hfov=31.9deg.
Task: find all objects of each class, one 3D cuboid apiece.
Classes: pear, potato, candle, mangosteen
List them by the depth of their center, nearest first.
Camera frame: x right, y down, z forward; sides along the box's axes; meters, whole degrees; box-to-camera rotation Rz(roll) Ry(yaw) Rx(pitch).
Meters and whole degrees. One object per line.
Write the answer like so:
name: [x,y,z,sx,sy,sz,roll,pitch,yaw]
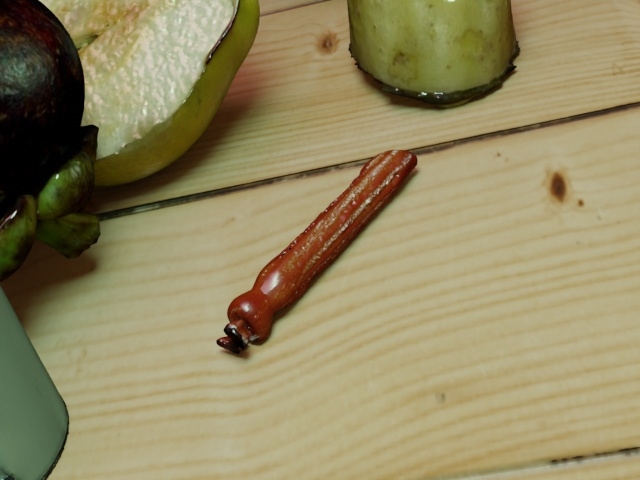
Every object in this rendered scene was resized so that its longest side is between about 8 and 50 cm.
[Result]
mangosteen: [-0.383,-0.122,1.153,0.330,0.330,0.330,-12,35,9]
candle: [0.000,0.000,1.165,0.051,0.048,0.329,23,50,27]
potato: [0.135,-0.317,1.399,0.242,0.242,0.285,-11,32,10]
pear: [-0.249,-0.223,1.408,0.386,0.191,0.340,-22,67,9]

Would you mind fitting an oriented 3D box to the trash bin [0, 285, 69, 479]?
trash bin: [-0.374,0.106,0.997,0.217,0.262,0.277,-31,37,-19]
